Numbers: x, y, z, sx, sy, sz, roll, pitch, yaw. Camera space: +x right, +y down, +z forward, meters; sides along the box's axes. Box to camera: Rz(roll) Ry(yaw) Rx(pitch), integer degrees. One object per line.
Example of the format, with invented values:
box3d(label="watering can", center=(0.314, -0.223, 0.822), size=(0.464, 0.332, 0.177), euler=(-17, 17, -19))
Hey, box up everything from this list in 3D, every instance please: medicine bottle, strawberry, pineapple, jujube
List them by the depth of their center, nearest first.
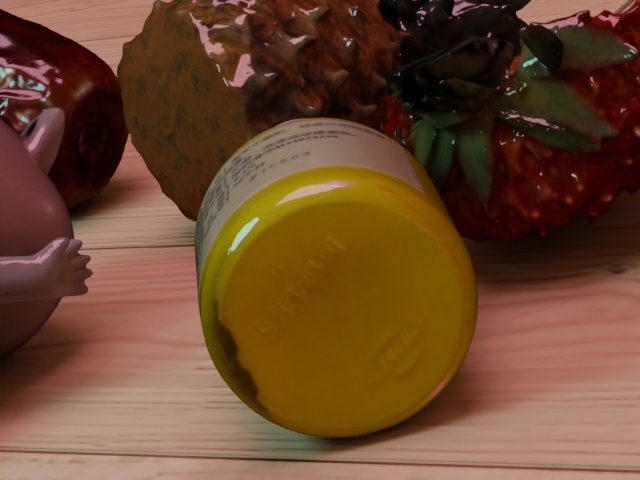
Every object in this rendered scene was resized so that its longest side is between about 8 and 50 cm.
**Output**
box3d(label="medicine bottle", center=(0.000, 0.000, 0.917), size=(0.122, 0.121, 0.212), euler=(-14, 19, -1))
box3d(label="strawberry", center=(0.134, -0.064, 1.019), size=(0.188, 0.106, 0.286), euler=(-16, 2, 31))
box3d(label="pineapple", center=(0.024, -0.108, 1.174), size=(0.279, 0.157, 0.158), euler=(-22, 20, -33))
box3d(label="jujube", center=(-0.256, -0.085, 1.292), size=(0.255, 0.190, 0.190), euler=(14, 30, 22))

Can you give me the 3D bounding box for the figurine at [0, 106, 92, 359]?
box3d(label="figurine", center=(-0.234, 0.022, 0.963), size=(0.176, 0.186, 0.287), euler=(-30, 22, 43))
